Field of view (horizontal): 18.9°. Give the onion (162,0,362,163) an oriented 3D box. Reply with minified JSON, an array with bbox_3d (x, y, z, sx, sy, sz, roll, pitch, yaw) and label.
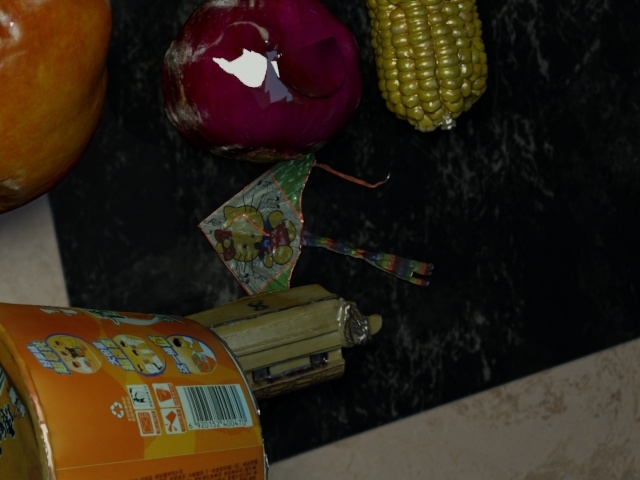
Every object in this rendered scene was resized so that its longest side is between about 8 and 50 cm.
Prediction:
[{"bbox_3d":[-0.042,-0.161,1.572,0.173,0.135,0.198,-8,97,-33],"label":"onion"}]

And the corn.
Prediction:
[{"bbox_3d":[0.076,-0.251,1.655,0.102,0.102,0.313,-19,104,-28],"label":"corn"}]

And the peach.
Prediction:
[{"bbox_3d":[-0.269,-0.130,1.399,0.243,0.199,0.243,-7,102,-36],"label":"peach"}]

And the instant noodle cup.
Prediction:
[{"bbox_3d":[-0.186,0.177,1.447,0.214,0.296,0.296,-1,96,-39],"label":"instant noodle cup"}]

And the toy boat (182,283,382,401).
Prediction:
[{"bbox_3d":[-0.056,0.096,1.627,0.226,0.068,0.088,-15,113,-25],"label":"toy boat"}]

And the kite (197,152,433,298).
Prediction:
[{"bbox_3d":[0.000,0.000,1.688,0.244,0.006,0.198,11,91,-31],"label":"kite"}]
